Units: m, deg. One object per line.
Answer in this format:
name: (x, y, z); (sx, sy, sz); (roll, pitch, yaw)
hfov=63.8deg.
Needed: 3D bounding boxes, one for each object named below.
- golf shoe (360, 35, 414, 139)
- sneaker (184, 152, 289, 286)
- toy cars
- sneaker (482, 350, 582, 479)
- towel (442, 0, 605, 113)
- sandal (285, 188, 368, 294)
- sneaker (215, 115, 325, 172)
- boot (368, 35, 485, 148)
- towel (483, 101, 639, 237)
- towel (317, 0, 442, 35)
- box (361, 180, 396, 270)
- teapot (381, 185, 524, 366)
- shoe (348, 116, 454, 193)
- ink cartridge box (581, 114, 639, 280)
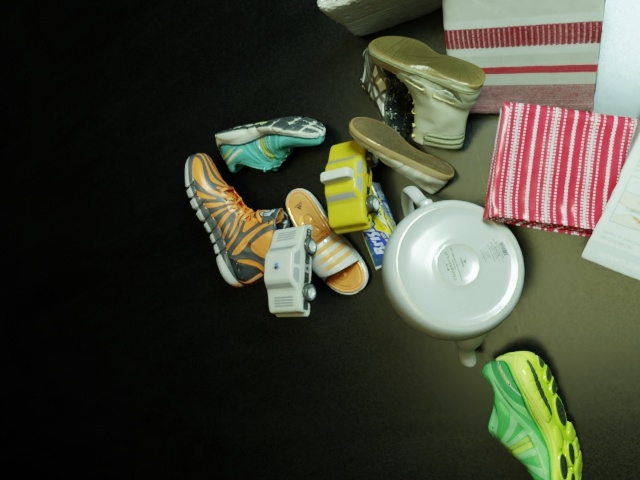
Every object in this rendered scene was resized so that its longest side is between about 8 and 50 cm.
golf shoe: (0.127, -0.288, 1.003); (0.093, 0.077, 0.199); (10, 109, 56)
sneaker: (-0.172, -0.068, 1.153); (0.179, 0.124, 0.322); (-22, 94, 23)
toy cars: (-0.012, -0.029, 0.997); (0.176, 0.087, 0.394); (41, 101, 35)
sneaker: (0.369, 0.339, 0.904); (0.123, 0.109, 0.296); (-19, 85, 49)
towel: (0.309, -0.342, 0.798); (0.236, 0.037, 0.329); (7, 140, 26)
sandal: (-0.008, 0.006, 1.082); (0.102, 0.076, 0.265); (-42, 75, 24)
sneaker: (-0.104, -0.207, 1.124); (0.275, 0.107, 0.110); (-2, 112, 33)
boot: (0.174, -0.260, 0.921); (0.213, 0.077, 0.165); (29, 151, 19)
towel: (0.412, -0.108, 0.815); (0.274, 0.031, 0.199); (9, 89, 6)
towel: (0.150, -0.442, 0.905); (0.282, 0.187, 0.049); (-10, 90, 27)
box: (0.115, -0.029, 1.027); (0.059, 0.054, 0.169); (-24, 81, 27)
teapot: (0.218, 0.056, 0.914); (0.252, 0.187, 0.256); (25, 78, 5)
shoe: (0.143, -0.155, 0.960); (0.218, 0.077, 0.058); (28, 135, -7)
ink cartridge box: (0.603, -0.097, 0.730); (0.307, 0.091, 0.386); (23, 106, 16)
